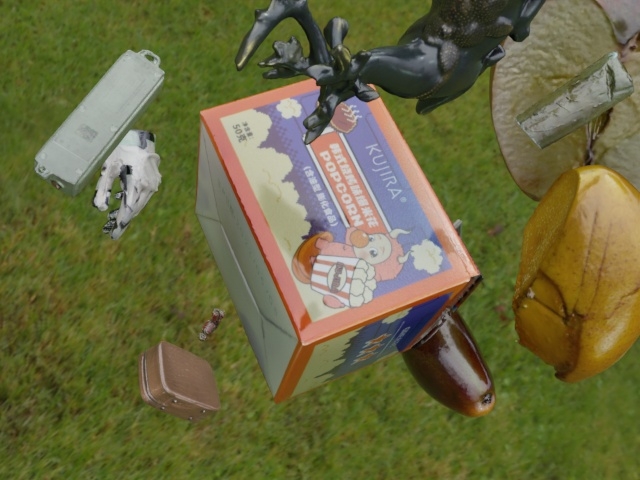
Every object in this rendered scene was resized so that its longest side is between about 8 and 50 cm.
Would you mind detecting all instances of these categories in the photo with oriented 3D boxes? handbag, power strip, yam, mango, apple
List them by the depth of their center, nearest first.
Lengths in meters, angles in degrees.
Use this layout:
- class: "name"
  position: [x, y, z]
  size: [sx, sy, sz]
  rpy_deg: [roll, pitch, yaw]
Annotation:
- class: "yam"
  position: [0.288, -0.155, 0.978]
  size: [0.054, 0.132, 0.054]
  rpy_deg: [51, 15, -20]
- class: "mango"
  position: [0.368, 0.037, 1.221]
  size: [0.199, 0.350, 0.201]
  rpy_deg: [-14, 42, -16]
- class: "power strip"
  position: [-0.327, -0.180, 1.305]
  size: [0.078, 0.052, 0.272]
  rpy_deg: [33, 62, -3]
- class: "mango"
  position: [0.185, 0.166, 1.392]
  size: [0.111, 0.133, 0.268]
  rpy_deg: [-20, 66, -16]
- class: "apple"
  position: [0.443, -0.225, 1.397]
  size: [0.295, 0.365, 0.328]
  rpy_deg: [-20, 39, -38]
- class: "handbag"
  position: [-0.305, 0.299, 1.863]
  size: [0.193, 0.072, 0.151]
  rpy_deg: [33, 32, -49]

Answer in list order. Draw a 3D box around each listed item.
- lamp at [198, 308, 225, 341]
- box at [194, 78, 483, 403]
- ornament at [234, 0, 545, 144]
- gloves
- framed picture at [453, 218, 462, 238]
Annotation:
- class: "lamp"
  position: [-0.241, 0.188, 1.922]
  size: [0.031, 0.063, 0.083]
  rpy_deg: [37, 87, 9]
- class: "box"
  position: [0.000, 0.000, 1.240]
  size: [0.256, 0.318, 0.349]
  rpy_deg: [-19, 70, -18]
- class: "ornament"
  position: [0.058, -0.152, 0.590]
  size: [0.236, 0.202, 0.080]
  rpy_deg: [-15, 63, -45]
- class: "gloves"
  position: [-0.373, -0.106, 1.702]
  size: [0.111, 0.127, 0.212]
  rpy_deg: [1, 83, 3]
- class: "framed picture"
  position: [0.254, 0.083, 2.057]
  size: [0.016, 0.184, 0.250]
  rpy_deg: [33, 61, 30]
